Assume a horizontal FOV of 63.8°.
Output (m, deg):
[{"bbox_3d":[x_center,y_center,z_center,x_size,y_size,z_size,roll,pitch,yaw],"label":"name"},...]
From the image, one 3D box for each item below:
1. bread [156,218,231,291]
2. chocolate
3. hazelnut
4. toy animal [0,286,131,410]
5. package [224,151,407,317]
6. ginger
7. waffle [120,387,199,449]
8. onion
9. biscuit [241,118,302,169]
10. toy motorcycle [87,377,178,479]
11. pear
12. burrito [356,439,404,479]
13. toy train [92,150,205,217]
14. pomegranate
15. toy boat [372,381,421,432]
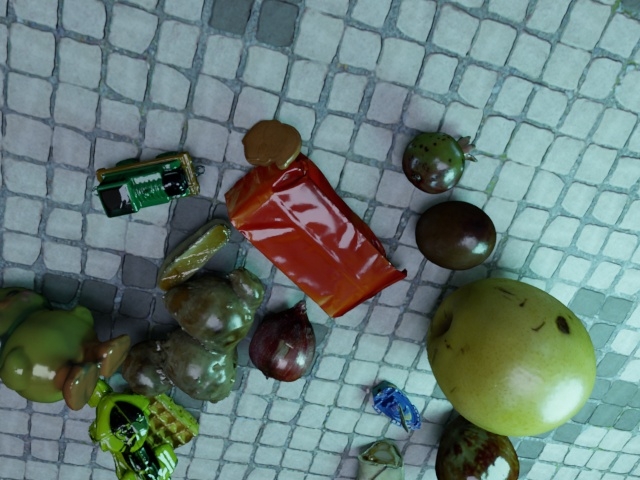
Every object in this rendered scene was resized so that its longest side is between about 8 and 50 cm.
[{"bbox_3d":[-0.278,0.026,1.111,0.214,0.053,0.073,-42,131,11],"label":"bread"},{"bbox_3d":[0.290,-0.015,1.082,0.176,0.177,0.177,-2,116,-5],"label":"chocolate"},{"bbox_3d":[0.410,0.575,1.349,0.217,0.234,0.218,21,136,21],"label":"hazelnut"},{"bbox_3d":[-0.587,0.229,1.070,0.337,0.216,0.191,22,122,9],"label":"toy animal"},{"bbox_3d":[-0.001,-0.001,1.089,0.196,0.123,0.423,-38,112,15],"label":"package"},{"bbox_3d":[-0.261,0.211,1.138,0.256,0.176,0.375,30,108,-14],"label":"ginger"},{"bbox_3d":[-0.435,0.452,1.298,0.160,0.055,0.211,-32,115,10],"label":"waffle"},{"bbox_3d":[-0.075,0.225,1.179,0.159,0.159,0.195,27,92,-17],"label":"onion"},{"bbox_3d":[-0.097,-0.188,0.998,0.102,0.130,0.019,-65,152,-12],"label":"biscuit"},{"bbox_3d":[-0.441,0.453,1.182,0.142,0.206,0.343,-30,117,-29],"label":"toy motorcycle"},{"bbox_3d":[0.406,0.250,1.130,0.347,0.348,0.349,-2,116,-5],"label":"pear"},{"bbox_3d":[0.166,0.708,1.457,0.143,0.105,0.300,3,117,3],"label":"burrito"},{"bbox_3d":[-0.338,-0.106,0.997,0.227,0.136,0.091,-10,117,2],"label":"toy train"},{"bbox_3d":[0.240,-0.160,1.050,0.159,0.129,0.130,-17,127,-47],"label":"pomegranate"},{"bbox_3d":[0.209,0.456,1.336,0.091,0.110,0.175,-40,115,13],"label":"toy boat"}]
